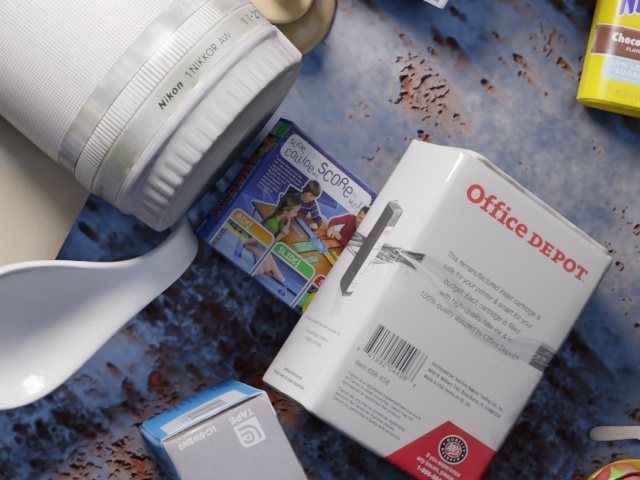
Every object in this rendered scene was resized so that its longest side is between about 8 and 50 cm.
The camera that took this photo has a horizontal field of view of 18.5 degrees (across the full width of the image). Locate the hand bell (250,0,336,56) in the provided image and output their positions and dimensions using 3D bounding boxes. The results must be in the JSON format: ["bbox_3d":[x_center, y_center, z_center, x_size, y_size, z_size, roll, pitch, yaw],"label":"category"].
[{"bbox_3d":[-0.031,-0.231,1.752,0.126,0.242,0.126,0,89,-8],"label":"hand bell"}]

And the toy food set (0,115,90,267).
[{"bbox_3d":[-0.362,-0.002,1.794,0.220,0.092,0.306,28,87,-17],"label":"toy food set"}]

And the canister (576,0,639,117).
[{"bbox_3d":[0.320,-0.203,1.882,0.126,0.073,0.170,12,89,-7],"label":"canister"}]

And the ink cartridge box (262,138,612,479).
[{"bbox_3d":[0.109,0.072,1.801,0.197,0.114,0.273,35,86,-25],"label":"ink cartridge box"}]

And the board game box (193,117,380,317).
[{"bbox_3d":[0.000,0.000,1.823,0.201,0.035,0.136,40,84,-25],"label":"board game box"}]

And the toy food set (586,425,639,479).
[{"bbox_3d":[0.304,0.280,1.871,0.128,0.071,0.218,8,88,-7],"label":"toy food set"}]

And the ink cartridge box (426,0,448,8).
[{"bbox_3d":[0.037,-0.297,1.833,0.207,0.097,0.046,26,123,-6],"label":"ink cartridge box"}]

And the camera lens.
[{"bbox_3d":[-0.183,-0.169,1.729,0.274,0.219,0.219,40,84,4],"label":"camera lens"}]

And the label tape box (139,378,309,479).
[{"bbox_3d":[-0.036,0.295,1.743,0.106,0.240,0.333,-27,93,-9],"label":"label tape box"}]

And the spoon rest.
[{"bbox_3d":[-0.217,0.049,1.758,0.276,0.084,0.137,-36,125,-24],"label":"spoon rest"}]
